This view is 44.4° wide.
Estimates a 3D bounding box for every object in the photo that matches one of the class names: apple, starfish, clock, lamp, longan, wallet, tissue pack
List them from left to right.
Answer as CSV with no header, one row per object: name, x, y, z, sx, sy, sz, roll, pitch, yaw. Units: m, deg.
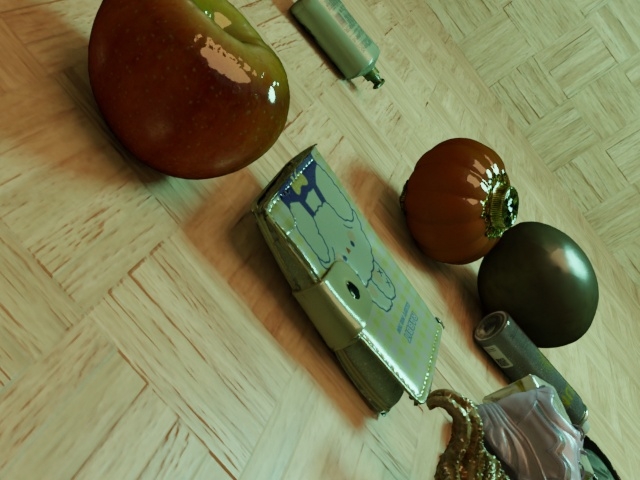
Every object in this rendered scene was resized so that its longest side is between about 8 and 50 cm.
apple,-0.148,-0.173,0.842,0.210,0.173,0.234,17,36,-46
wallet,0.037,0.045,0.980,0.309,0.077,0.223,54,30,-11
lamp,0.238,-0.067,1.357,0.223,0.197,0.223,-18,112,-53
starfish,0.175,0.315,0.885,0.312,0.113,0.303,61,27,-9
tissue pack,0.324,0.294,1.174,0.106,0.099,0.148,31,34,-48
longan,0.393,0.077,1.421,0.246,0.215,0.246,160,-90,-78
clock,0.460,0.431,1.311,0.226,0.049,0.226,41,29,-29

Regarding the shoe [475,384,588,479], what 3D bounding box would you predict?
shoe,0.309,0.306,1.049,0.245,0.138,0.095,57,-15,30

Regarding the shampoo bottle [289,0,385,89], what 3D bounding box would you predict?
shampoo bottle,0.046,-0.396,1.550,0.234,0.087,0.118,48,26,-16

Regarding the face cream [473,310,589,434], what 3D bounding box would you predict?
face cream,0.378,0.241,1.368,0.283,0.073,0.073,47,26,-17
